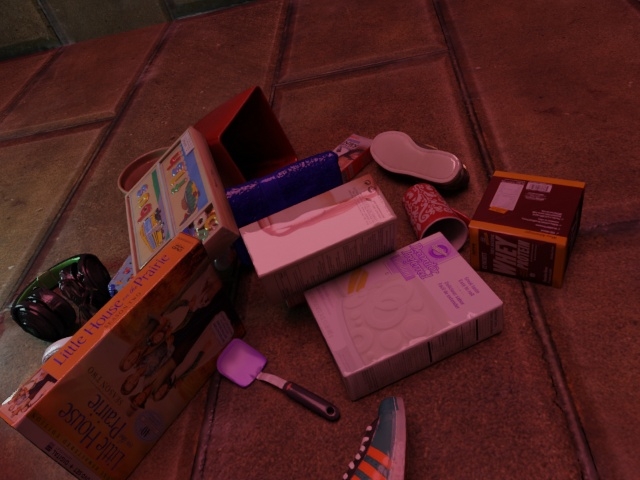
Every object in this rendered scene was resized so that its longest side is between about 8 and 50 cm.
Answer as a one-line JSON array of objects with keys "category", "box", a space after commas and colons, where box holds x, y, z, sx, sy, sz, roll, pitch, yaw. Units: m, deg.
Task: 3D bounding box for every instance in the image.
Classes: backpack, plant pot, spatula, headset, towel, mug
[{"category": "backpack", "box": [-0.394, 0.113, 1.293, 0.173, 0.117, 0.158, 9, 49, 23]}, {"category": "plant pot", "box": [-0.259, -0.238, 1.534, 0.236, 0.267, 0.267, -6, 42, 30]}, {"category": "spatula", "box": [-0.086, 0.284, 1.069, 0.296, 0.030, 0.084, 19, 54, 33]}, {"category": "plant pot", "box": [-0.481, -0.176, 1.634, 0.237, 0.109, 0.237, -9, 43, 9]}, {"category": "headset", "box": [-0.633, 0.122, 1.311, 0.394, 0.185, 0.243, 17, 51, 47]}, {"category": "towel", "box": [-0.077, -0.068, 1.294, 0.308, 0.227, 0.076, -23, 42, -8]}, {"category": "mug", "box": [0.272, -0.045, 1.267, 0.113, 0.150, 0.169, -48, 32, 21]}]

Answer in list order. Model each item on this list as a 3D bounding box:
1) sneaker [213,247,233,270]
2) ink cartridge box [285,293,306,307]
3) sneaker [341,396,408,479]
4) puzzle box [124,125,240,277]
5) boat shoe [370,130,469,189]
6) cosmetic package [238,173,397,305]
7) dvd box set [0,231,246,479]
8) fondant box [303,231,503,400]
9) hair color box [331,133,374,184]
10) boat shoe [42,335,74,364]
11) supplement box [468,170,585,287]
[{"category": "sneaker", "box": [-0.272, 0.030, 1.398, 0.065, 0.061, 0.158, -38, 37, 18]}, {"category": "ink cartridge box", "box": [-0.006, 0.041, 1.255, 0.218, 0.092, 0.158, -23, 43, -4]}, {"category": "sneaker", "box": [0.075, 0.384, 0.850, 0.121, 0.108, 0.302, 2, 47, 14]}, {"category": "puzzle box", "box": [-0.338, -0.061, 1.241, 0.272, 0.052, 0.409, -43, 44, 15]}, {"category": "boat shoe", "box": [0.260, -0.210, 1.435, 0.305, 0.091, 0.109, 31, 98, 42]}, {"category": "cosmetic package", "box": [0.000, 0.000, 1.118, 0.296, 0.153, 0.129, -23, 61, -8]}, {"category": "dvd box set", "box": [-0.328, 0.231, 1.002, 0.062, 0.307, 0.420, 18, 52, 31]}, {"category": "fondant box", "box": [0.160, 0.142, 1.090, 0.330, 0.096, 0.238, -23, 42, -7]}, {"category": "hair color box", "box": [0.080, -0.235, 1.550, 0.093, 0.053, 0.167, 26, 58, 37]}, {"category": "boat shoe", "box": [-0.469, 0.275, 1.160, 0.301, 0.108, 0.102, -3, 42, 6]}, {"category": "supplement box", "box": [0.442, -0.029, 1.151, 0.191, 0.129, 0.194, 13, 50, 29]}]
